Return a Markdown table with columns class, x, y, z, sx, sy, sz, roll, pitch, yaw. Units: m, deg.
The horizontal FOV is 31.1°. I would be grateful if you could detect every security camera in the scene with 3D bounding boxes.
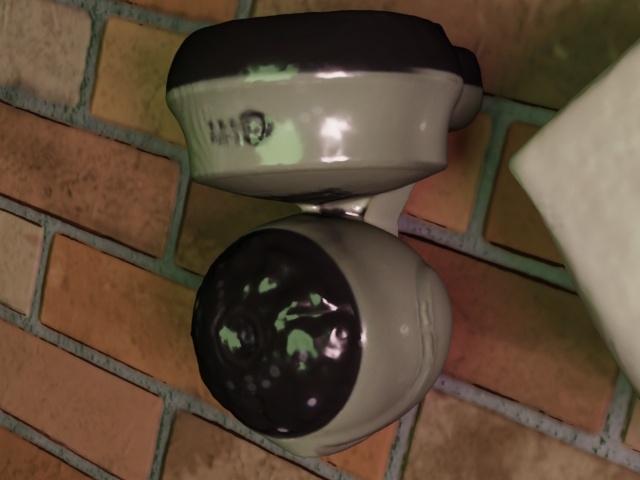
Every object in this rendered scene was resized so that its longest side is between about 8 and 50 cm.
| class | x | y | z | sx | sy | sz | roll | pitch | yaw |
| --- | --- | --- | --- | --- | --- | --- | --- | --- | --- |
| security camera | 0.000 | 0.000 | 0.763 | 0.197 | 0.191 | 0.277 | -3 | 91 | 33 |

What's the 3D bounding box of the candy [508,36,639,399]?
| class | x | y | z | sx | sy | sz | roll | pitch | yaw |
| --- | --- | --- | --- | --- | --- | --- | --- | --- | --- |
| candy | 0.282 | -0.067 | 0.590 | 0.359 | 0.145 | 0.208 | -44 | 68 | 27 |
